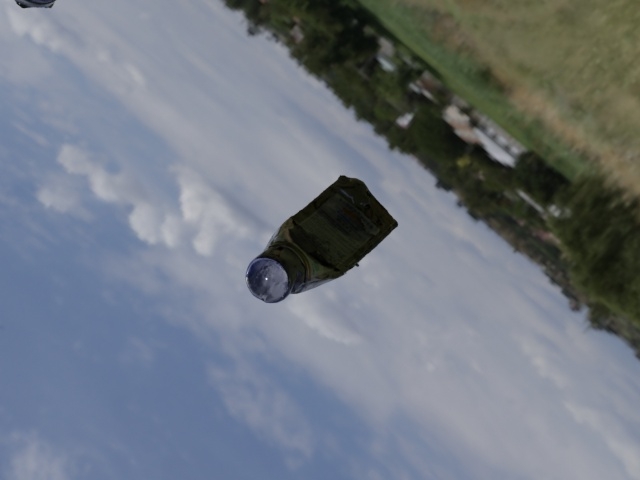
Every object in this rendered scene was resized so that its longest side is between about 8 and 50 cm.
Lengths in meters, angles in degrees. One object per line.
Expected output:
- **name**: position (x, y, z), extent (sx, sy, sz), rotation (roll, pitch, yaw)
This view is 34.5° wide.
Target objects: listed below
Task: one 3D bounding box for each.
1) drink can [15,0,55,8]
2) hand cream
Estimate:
- **drink can**: position (-0.163, -0.278, 0.776), extent (0.097, 0.235, 0.097), rotation (37, -145, -33)
- **hand cream**: position (0.000, 0.000, 0.751), extent (0.062, 0.039, 0.163), rotation (40, -146, 9)
